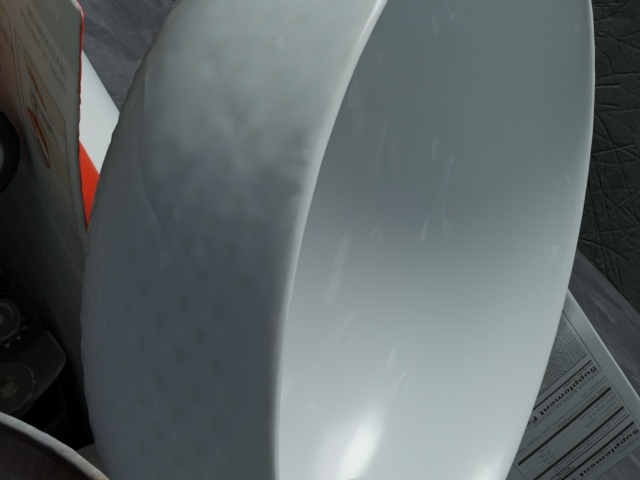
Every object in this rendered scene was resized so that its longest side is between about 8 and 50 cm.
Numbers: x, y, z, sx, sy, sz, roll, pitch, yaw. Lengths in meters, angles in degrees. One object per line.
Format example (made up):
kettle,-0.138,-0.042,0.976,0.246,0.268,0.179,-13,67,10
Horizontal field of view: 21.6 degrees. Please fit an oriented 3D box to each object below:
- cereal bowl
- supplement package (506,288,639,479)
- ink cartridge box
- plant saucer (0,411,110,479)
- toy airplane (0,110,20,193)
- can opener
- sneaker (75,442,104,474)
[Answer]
cereal bowl,0.000,0.000,0.729,0.141,0.339,0.339,14,4,24
supplement package,0.054,0.066,1.101,0.199,0.198,0.263,52,1,42
ink cartridge box,-0.134,-0.077,0.895,0.308,0.091,0.385,57,-23,35
plant saucer,-0.183,0.135,0.407,0.310,0.050,0.310,-3,28,2
toy airplane,-0.328,-0.135,0.728,0.384,0.272,0.386,62,-11,5
can opener,-0.238,0.012,0.969,0.283,0.076,0.095,47,-17,29
sneaker,-0.026,0.200,0.795,0.292,0.108,0.169,39,17,4
